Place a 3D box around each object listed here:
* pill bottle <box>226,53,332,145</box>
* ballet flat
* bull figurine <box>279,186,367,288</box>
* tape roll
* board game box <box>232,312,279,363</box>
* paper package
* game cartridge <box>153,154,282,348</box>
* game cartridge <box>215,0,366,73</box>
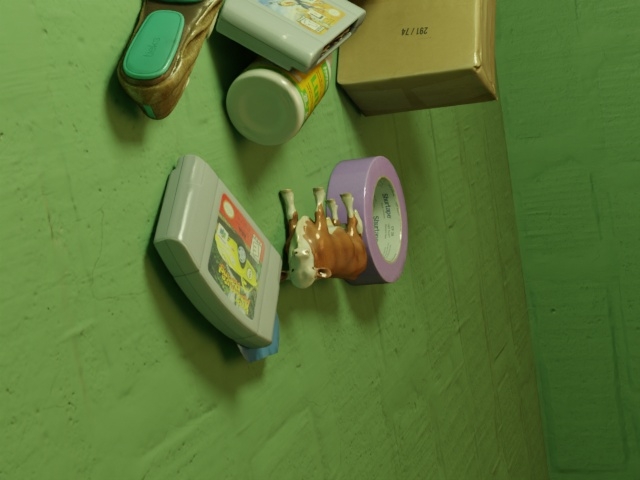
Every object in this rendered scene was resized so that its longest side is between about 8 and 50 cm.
[{"bbox_3d":[-0.060,-0.278,1.689,0.246,0.136,0.136,-61,140,-52],"label":"pill bottle"},{"bbox_3d":[-0.205,-0.313,1.419,0.124,0.116,0.342,87,12,-56],"label":"ballet flat"},{"bbox_3d":[0.000,0.000,1.818,0.310,0.101,0.189,10,75,-66],"label":"bull figurine"},{"bbox_3d":[0.105,-0.042,2.087,0.275,0.090,0.275,-5,90,-68],"label":"tape roll"},{"bbox_3d":[-0.122,0.132,1.597,0.168,0.033,0.133,-8,85,-68],"label":"board game box"},{"bbox_3d":[0.219,-0.453,2.134,0.168,0.324,0.310,40,50,-58],"label":"paper package"},{"bbox_3d":[-0.148,0.032,1.484,0.294,0.060,0.196,53,36,-43],"label":"game cartridge"},{"bbox_3d":[-0.053,-0.391,1.670,0.062,0.198,0.297,-59,177,34],"label":"game cartridge"}]
